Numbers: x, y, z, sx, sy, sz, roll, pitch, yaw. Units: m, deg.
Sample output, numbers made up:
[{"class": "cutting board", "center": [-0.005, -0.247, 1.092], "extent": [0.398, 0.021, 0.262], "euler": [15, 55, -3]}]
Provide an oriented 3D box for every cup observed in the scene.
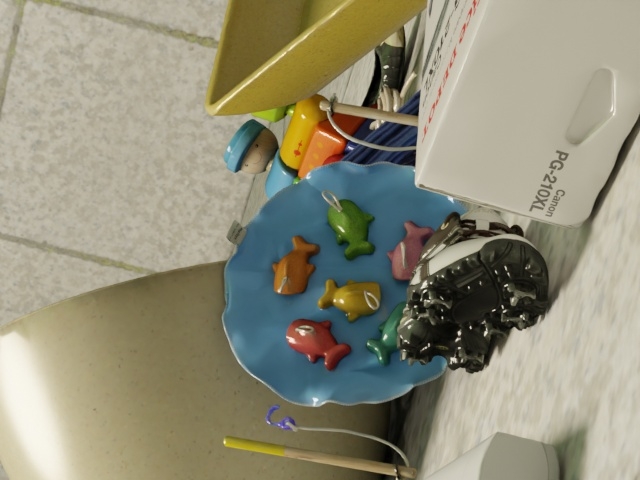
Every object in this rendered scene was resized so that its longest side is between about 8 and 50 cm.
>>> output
[{"class": "cup", "center": [-0.086, 0.174, 1.383], "extent": [0.331, 0.331, 0.237], "euler": [122, 137, -69]}]

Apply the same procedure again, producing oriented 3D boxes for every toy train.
[{"class": "toy train", "center": [-0.001, -0.115, 1.718], "extent": [0.105, 0.143, 0.248], "euler": [-53, -10, -39]}]

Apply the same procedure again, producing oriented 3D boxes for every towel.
[{"class": "towel", "center": [0.000, 0.000, 1.526], "extent": [0.243, 0.040, 0.336], "euler": [-41, -7, -19]}]

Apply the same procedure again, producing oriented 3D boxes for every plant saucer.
[{"class": "plant saucer", "center": [0.048, -0.283, 1.647], "extent": [0.333, 0.081, 0.333], "euler": [-34, 33, 36]}]

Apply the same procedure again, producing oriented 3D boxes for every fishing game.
[{"class": "fishing game", "center": [0.018, 0.023, 1.221], "extent": [0.041, 0.189, 0.264], "euler": [54, -128, -61]}]

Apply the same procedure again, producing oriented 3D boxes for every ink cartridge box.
[{"class": "ink cartridge box", "center": [0.127, -0.150, 1.017], "extent": [0.237, 0.100, 0.172], "euler": [-83, 9, -49]}]

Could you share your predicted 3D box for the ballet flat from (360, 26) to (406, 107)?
[{"class": "ballet flat", "center": [0.051, -0.145, 1.853], "extent": [0.057, 0.049, 0.173], "euler": [-95, 21, -68]}]

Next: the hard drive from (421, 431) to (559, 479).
[{"class": "hard drive", "center": [0.047, 0.256, 1.042], "extent": [0.353, 0.047, 0.233], "euler": [125, 158, -70]}]

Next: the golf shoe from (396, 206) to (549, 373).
[{"class": "golf shoe", "center": [0.089, 0.014, 1.089], "extent": [0.198, 0.077, 0.094], "euler": [127, 157, -70]}]
